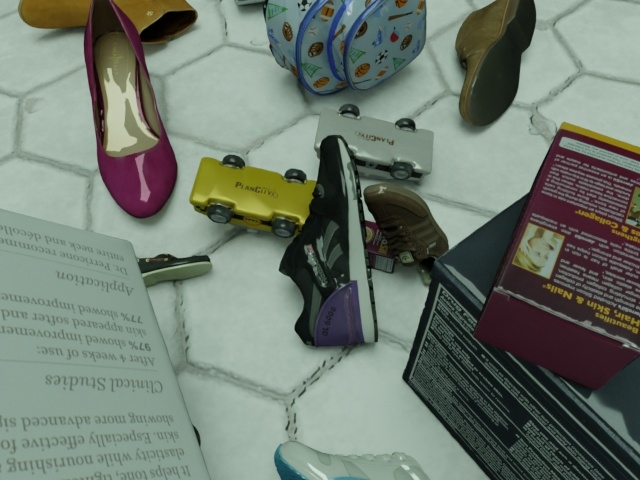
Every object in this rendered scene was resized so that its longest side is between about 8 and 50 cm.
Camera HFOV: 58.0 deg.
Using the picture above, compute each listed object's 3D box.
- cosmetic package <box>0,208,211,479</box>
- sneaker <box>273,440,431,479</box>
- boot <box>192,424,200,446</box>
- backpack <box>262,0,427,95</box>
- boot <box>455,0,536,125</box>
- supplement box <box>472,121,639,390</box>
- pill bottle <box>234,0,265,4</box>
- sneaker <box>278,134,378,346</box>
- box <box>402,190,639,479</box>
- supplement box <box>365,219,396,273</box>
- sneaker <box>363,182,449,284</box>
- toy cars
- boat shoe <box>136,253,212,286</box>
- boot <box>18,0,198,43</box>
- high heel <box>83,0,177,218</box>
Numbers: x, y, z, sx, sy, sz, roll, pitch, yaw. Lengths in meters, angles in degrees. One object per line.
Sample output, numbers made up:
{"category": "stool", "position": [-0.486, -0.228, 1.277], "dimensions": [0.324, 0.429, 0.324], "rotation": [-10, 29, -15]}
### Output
{"category": "cosmetic package", "position": [-0.333, 0.208, 0.483], "dimensions": [0.327, 0.329, 0.393], "rotation": [-40, 57, 19]}
{"category": "sneaker", "position": [0.056, 0.280, 0.647], "dimensions": [0.229, 0.087, 0.092], "rotation": [25, 53, 9]}
{"category": "boot", "position": [-0.251, 0.197, 0.689], "dimensions": [0.219, 0.106, 0.082], "rotation": [15, 58, 11]}
{"category": "backpack", "position": [0.044, -0.375, 0.985], "dimensions": [0.263, 0.276, 0.213], "rotation": [-34, 60, -4]}
{"category": "boot", "position": [0.293, -0.320, 1.040], "dimensions": [0.115, 0.112, 0.305], "rotation": [3, 56, 40]}
{"category": "supplement box", "position": [0.207, 0.007, 0.464], "dimensions": [0.104, 0.081, 0.188], "rotation": [23, 59, 15]}
{"category": "pill bottle", "position": [-0.063, -0.561, 1.170], "dimensions": [0.246, 0.130, 0.130], "rotation": [-10, 57, -5]}
{"category": "sneaker", "position": [0.000, 0.000, 0.766], "dimensions": [0.124, 0.107, 0.283], "rotation": [-7, 83, 5]}
{"category": "box", "position": [0.258, 0.149, 0.595], "dimensions": [0.183, 0.294, 0.296], "rotation": [-33, 62, -18]}
{"category": "supplement box", "position": [0.074, 0.006, 0.843], "dimensions": [0.083, 0.043, 0.055], "rotation": [14, 58, 10]}
{"category": "sneaker", "position": [0.120, -0.006, 0.775], "dimensions": [0.066, 0.188, 0.071], "rotation": [-12, 55, 39]}
{"category": "toy cars", "position": [-0.006, -0.099, 0.894], "dimensions": [0.394, 0.087, 0.176], "rotation": [-26, 72, -19]}
{"category": "boat shoe", "position": [-0.222, 0.037, 0.828], "dimensions": [0.133, 0.049, 0.042], "rotation": [-11, 65, 0]}
{"category": "boot", "position": [-0.407, -0.442, 1.117], "dimensions": [0.295, 0.104, 0.211], "rotation": [-29, 60, -21]}
{"category": "high heel", "position": [-0.322, -0.218, 0.919], "dimensions": [0.127, 0.181, 0.377], "rotation": [-18, 58, -10]}
